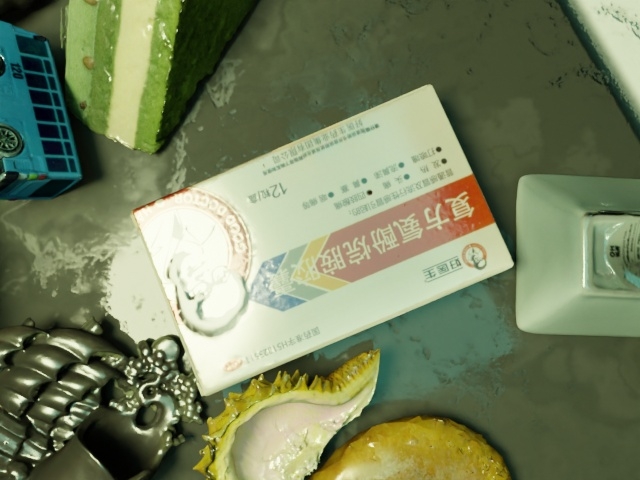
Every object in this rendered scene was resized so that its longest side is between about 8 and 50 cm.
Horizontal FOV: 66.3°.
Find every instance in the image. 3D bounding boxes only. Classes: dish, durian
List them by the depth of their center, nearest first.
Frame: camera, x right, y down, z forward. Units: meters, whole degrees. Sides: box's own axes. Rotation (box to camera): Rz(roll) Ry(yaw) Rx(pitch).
[{"bbox_3d":[-0.031,0.179,0.513,0.224,0.078,0.140,-37,112,-11],"label":"durian"},{"bbox_3d":[0.341,0.015,0.516,0.244,0.080,0.181,2,86,3],"label":"dish"}]

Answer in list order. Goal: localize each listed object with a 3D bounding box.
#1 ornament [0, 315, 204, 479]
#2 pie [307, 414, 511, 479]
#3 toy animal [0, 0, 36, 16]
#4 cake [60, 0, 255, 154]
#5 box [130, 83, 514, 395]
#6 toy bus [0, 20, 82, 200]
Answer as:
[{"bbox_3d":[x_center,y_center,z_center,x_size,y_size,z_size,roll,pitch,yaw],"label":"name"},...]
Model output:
[{"bbox_3d":[-0.276,0.187,0.522,0.251,0.106,0.260,37,82,2],"label":"ornament"},{"bbox_3d":[0.090,0.315,0.508,0.274,0.069,0.272,0,89,0],"label":"pie"},{"bbox_3d":[-0.389,-0.293,0.544,0.233,0.148,0.084,-41,74,-13],"label":"toy animal"},{"bbox_3d":[-0.176,-0.259,0.572,0.158,0.172,0.283,29,120,11],"label":"cake"},{"bbox_3d":[0.000,0.000,0.538,0.354,0.069,0.214,-23,85,2],"label":"box"},{"bbox_3d":[-0.339,-0.141,0.538,0.090,0.106,0.184,-19,84,36],"label":"toy bus"}]
